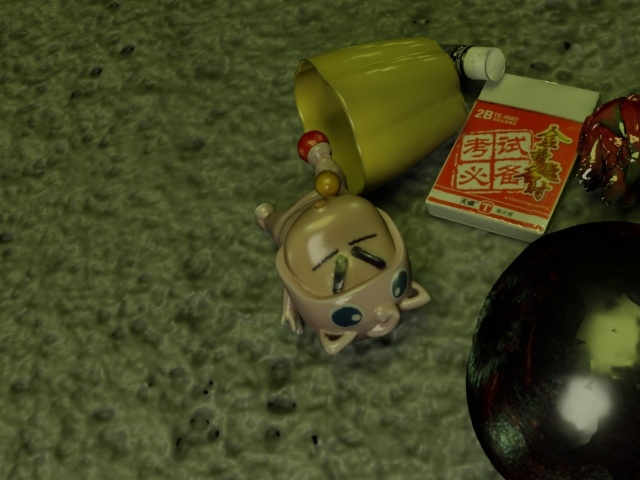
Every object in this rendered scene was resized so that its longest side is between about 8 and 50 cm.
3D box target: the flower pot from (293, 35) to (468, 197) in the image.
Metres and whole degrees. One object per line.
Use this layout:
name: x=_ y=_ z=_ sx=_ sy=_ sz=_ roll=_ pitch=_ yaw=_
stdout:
flower pot: x=0.083 y=-0.174 z=1.281 sx=0.179 sy=0.195 sz=0.195 roll=-25 pitch=53 yaw=-15

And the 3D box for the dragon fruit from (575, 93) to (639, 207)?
dragon fruit: x=0.371 y=-0.108 z=1.190 sx=0.130 sy=0.121 sz=0.142 roll=-43 pitch=34 yaw=20

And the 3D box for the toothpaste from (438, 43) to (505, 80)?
toothpaste: x=0.168 y=-0.251 z=1.371 sx=0.193 sy=0.045 sz=0.071 roll=12 pitch=59 yaw=46

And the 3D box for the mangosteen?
mangosteen: x=0.294 y=0.126 z=0.964 sx=0.300 sy=0.300 sz=0.300 roll=-8 pitch=56 yaw=11

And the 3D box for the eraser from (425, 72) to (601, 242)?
eraser: x=0.252 y=-0.112 z=1.272 sx=0.157 sy=0.038 sz=0.230 roll=17 pitch=64 yaw=26

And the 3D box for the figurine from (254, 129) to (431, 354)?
figurine: x=0.000 y=0.000 z=1.187 sx=0.176 sy=0.186 sz=0.287 roll=-26 pitch=48 yaw=0
